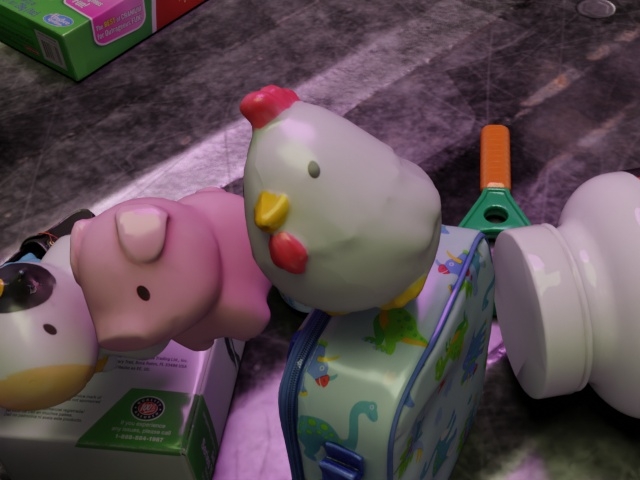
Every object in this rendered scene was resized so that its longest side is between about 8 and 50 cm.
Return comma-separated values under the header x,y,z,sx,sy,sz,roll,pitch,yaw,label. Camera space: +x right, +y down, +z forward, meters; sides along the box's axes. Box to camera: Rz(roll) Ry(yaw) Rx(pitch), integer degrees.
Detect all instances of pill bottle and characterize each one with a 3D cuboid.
x,y,z,sx,sy,sz,roll,pitch,yaw,label
0.300,0.026,0.658,0.323,0.181,0.181,-9,46,-4,pill bottle

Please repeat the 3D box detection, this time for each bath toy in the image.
x,y,z,sx,sy,sz,roll,pitch,yaw,label
-0.100,0.015,0.521,0.348,0.129,0.151,-19,34,33,bath toy

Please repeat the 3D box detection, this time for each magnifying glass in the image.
x,y,z,sx,sy,sz,roll,pitch,yaw,label
0.162,-0.025,0.834,0.092,0.026,0.231,2,48,8,magnifying glass

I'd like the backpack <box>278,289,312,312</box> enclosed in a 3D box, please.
x,y,z,sx,sy,sz,roll,pitch,yaw,label
0.000,0.000,0.781,0.105,0.084,0.114,-12,49,-3,backpack

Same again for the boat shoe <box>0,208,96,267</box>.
x,y,z,sx,sy,sz,roll,pitch,yaw,label
-0.247,0.014,0.821,0.049,0.042,0.133,17,49,23,boat shoe

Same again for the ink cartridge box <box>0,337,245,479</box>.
x,y,z,sx,sy,sz,roll,pitch,yaw,label
-0.144,0.089,0.706,0.153,0.087,0.208,3,47,10,ink cartridge box

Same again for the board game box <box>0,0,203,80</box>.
x,y,z,sx,sy,sz,roll,pitch,yaw,label
-0.271,-0.344,1.150,0.242,0.064,0.316,29,55,29,board game box

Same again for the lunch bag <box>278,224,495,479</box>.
x,y,z,sx,sy,sz,roll,pitch,yaw,label
0.044,0.102,0.584,0.090,0.219,0.176,16,51,21,lunch bag
